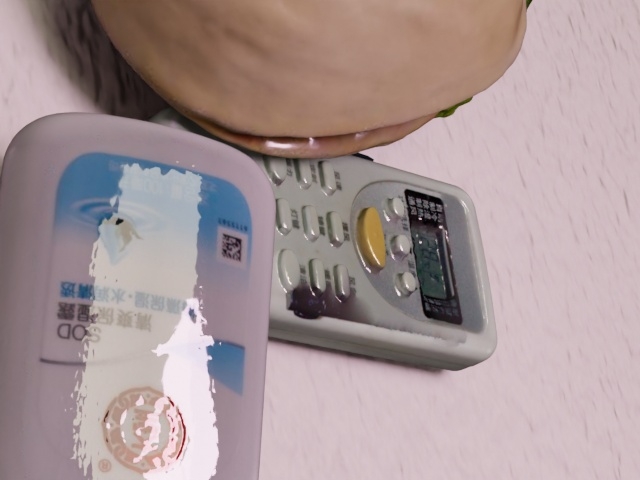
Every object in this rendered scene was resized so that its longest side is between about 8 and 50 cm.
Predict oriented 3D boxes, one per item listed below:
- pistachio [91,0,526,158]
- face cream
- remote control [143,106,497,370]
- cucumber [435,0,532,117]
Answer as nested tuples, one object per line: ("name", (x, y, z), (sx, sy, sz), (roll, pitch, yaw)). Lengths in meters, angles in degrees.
("pistachio", (-0.005, -0.150, 1.148), (0.288, 0.166, 0.197), (11, 76, -24))
("face cream", (-0.108, 0.101, 0.992), (0.163, 0.080, 0.336), (13, 67, -23))
("remote control", (0.000, 0.000, 1.203), (0.296, 0.056, 0.140), (15, 57, -42))
("cucumber", (0.085, -0.159, 1.338), (0.134, 0.134, 0.244), (46, 46, -21))
